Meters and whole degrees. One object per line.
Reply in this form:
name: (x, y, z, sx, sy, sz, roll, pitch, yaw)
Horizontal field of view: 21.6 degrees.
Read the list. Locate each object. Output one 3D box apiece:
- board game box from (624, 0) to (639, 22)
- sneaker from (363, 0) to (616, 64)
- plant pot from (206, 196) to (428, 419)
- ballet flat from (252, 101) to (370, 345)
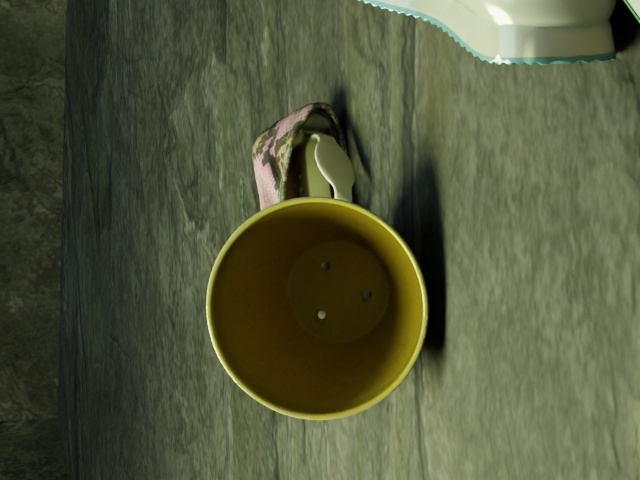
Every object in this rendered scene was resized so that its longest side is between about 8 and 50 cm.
board game box: (0.111, -0.245, 0.564, 0.242, 0.064, 0.316, 106, 144, -49)
sneaker: (0.070, -0.152, 0.808, 0.229, 0.087, 0.092, 35, 126, 55)
plant pot: (0.004, 0.037, 1.042, 0.095, 0.134, 0.134, -27, -63, -80)
ballet flat: (0.000, 0.000, 1.141, 0.079, 0.077, 0.221, -47, 43, 48)
